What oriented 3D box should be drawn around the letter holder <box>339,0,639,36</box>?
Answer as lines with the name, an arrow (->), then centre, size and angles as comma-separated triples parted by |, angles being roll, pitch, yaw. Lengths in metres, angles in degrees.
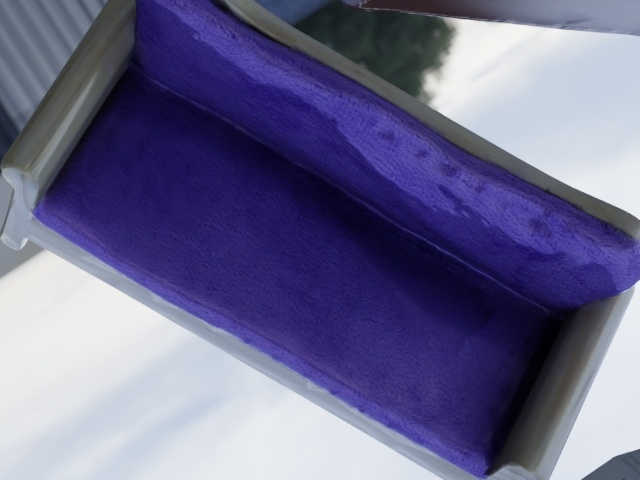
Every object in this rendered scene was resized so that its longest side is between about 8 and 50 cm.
letter holder -> 0.171, -0.198, 0.819 | 0.214, 0.152, 0.302 | 4, 171, -27

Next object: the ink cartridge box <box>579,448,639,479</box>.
ink cartridge box -> 0.261, 0.205, 1.286 | 0.232, 0.189, 0.066 | -35, -143, -13

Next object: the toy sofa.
toy sofa -> 0.000, 0.000, 1.115 | 0.150, 0.362, 0.177 | -61, -177, -25
